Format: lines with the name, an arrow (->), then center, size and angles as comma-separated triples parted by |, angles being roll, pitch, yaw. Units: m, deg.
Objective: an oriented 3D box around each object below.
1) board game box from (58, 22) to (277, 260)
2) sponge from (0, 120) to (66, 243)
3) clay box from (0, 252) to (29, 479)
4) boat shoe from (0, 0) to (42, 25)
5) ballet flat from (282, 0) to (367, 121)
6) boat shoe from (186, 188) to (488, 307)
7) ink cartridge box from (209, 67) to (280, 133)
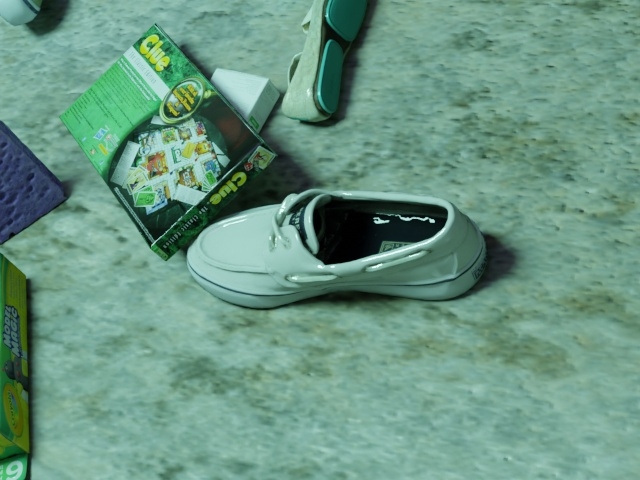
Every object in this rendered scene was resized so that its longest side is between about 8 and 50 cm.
board game box -> -0.146, -0.097, 1.351 | 0.136, 0.030, 0.259 | -45, 41, 4
sponge -> -0.338, -0.073, 1.347 | 0.117, 0.210, 0.031 | -34, 47, 4
clay box -> -0.326, 0.128, 1.306 | 0.127, 0.053, 0.222 | -20, 51, 13
boat shoe -> -0.325, -0.353, 1.596 | 0.094, 0.109, 0.302 | -22, 49, 8
ballet flat -> -0.001, -0.184, 1.359 | 0.052, 0.057, 0.168 | -5, 56, 35
boat shoe -> 0.000, 0.000, 1.212 | 0.268, 0.088, 0.096 | 4, 61, 28
ink cartridge box -> -0.092, -0.102, 1.363 | 0.063, 0.029, 0.115 | 15, 68, 33
